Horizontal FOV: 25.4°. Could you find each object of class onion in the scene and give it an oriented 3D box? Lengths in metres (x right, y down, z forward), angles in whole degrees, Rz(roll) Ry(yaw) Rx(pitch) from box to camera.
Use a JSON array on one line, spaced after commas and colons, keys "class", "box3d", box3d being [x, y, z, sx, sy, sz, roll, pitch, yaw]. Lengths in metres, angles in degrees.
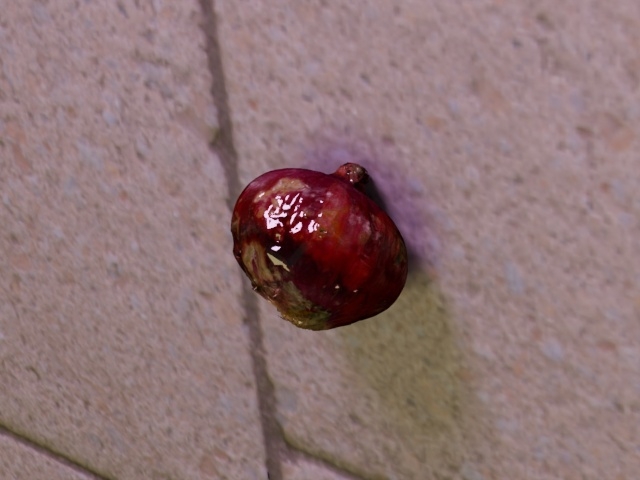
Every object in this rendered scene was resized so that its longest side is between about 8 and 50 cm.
[{"class": "onion", "box3d": [0.000, 0.000, 0.796, 0.107, 0.097, 0.107, 33, 175, 3]}]
